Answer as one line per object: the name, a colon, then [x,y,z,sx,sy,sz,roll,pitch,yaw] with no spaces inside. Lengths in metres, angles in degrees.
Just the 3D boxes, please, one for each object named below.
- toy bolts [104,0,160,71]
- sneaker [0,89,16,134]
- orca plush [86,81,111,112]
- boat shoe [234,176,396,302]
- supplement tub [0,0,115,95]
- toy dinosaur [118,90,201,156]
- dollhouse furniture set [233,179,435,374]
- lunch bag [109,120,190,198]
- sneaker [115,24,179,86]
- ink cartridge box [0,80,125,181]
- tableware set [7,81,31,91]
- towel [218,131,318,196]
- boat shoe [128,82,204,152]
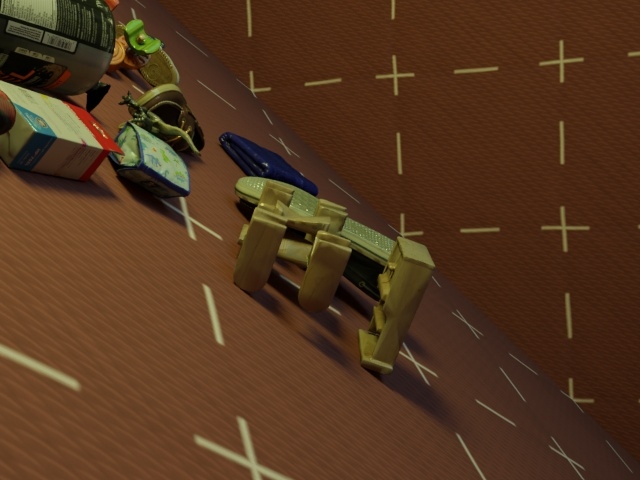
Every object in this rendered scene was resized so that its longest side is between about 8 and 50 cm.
toy bolts: [-0.591,-0.541,2.114,0.228,0.158,0.218,50,52,-8]
sneaker: [-0.508,-0.166,1.038,0.135,0.097,0.276,46,15,19]
orca plush: [-0.581,-0.358,1.587,0.151,0.102,0.287,-10,-46,44]
boat shoe: [0.000,0.000,1.934,0.500,0.156,0.187,29,19,-6]
supplement tub: [-0.545,-0.382,1.352,0.207,0.207,0.338,48,22,27]
toy dinosaur: [-0.355,-0.244,1.617,0.268,0.064,0.118,22,-15,43]
dollhouse furniture set: [0.006,0.082,1.663,0.394,0.256,0.362,19,14,-5]
lunch bag: [-0.330,-0.146,1.524,0.129,0.096,0.151,31,7,-42]
sneaker: [-0.502,-0.548,2.376,0.282,0.099,0.153,43,14,17]
ink cartridge box: [-0.448,-0.175,1.295,0.134,0.078,0.231,47,13,18]
tableware set: [-0.540,-0.251,1.410,0.169,0.020,0.141,43,12,4]
towel: [-0.161,-0.219,2.382,0.228,0.076,0.308,40,10,28]
boat shoe: [-0.346,-0.272,1.846,0.123,0.123,0.342,54,0,6]
